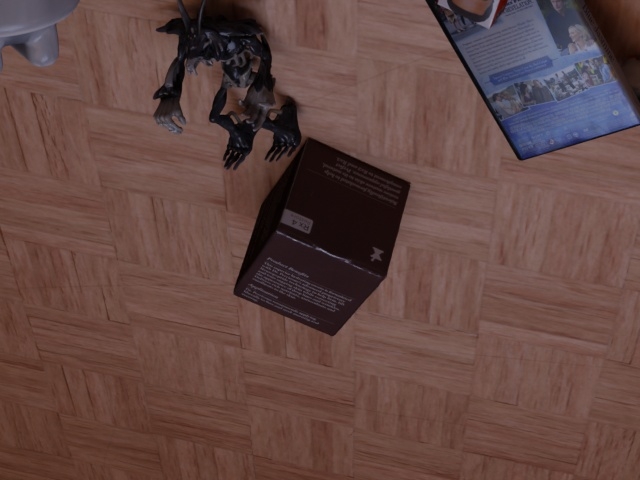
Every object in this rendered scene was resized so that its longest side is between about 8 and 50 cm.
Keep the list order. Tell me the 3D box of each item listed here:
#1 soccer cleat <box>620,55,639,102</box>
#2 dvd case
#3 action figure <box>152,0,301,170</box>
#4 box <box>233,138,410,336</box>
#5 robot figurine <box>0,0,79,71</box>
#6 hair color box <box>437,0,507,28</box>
[{"bbox_3d":[0.441,-0.177,1.843,0.196,0.076,0.068,2,144,21],"label":"soccer cleat"},{"bbox_3d":[0.251,-0.221,1.842,0.180,0.022,0.253,-16,115,40],"label":"dvd case"},{"bbox_3d":[-0.122,-0.196,2.009,0.164,0.141,0.276,0,146,26],"label":"action figure"},{"bbox_3d":[0.000,0.000,2.208,0.168,0.167,0.203,24,145,-10],"label":"box"},{"bbox_3d":[-0.381,-0.366,1.769,0.200,0.300,0.353,34,134,46],"label":"robot figurine"},{"bbox_3d":[0.187,-0.315,1.755,0.072,0.043,0.141,27,138,11],"label":"hair color box"}]
